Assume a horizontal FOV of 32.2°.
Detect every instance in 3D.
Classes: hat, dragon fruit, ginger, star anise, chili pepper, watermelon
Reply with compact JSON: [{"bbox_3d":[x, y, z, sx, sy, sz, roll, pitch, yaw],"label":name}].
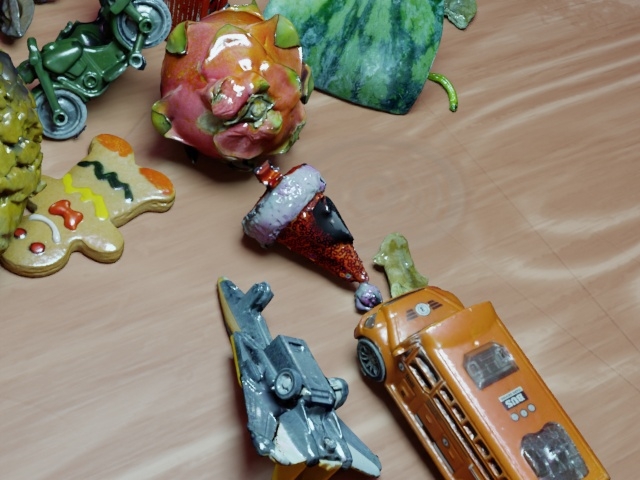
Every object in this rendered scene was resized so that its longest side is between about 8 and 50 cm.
[{"bbox_3d":[0.003,-0.003,1.432,0.227,0.140,0.129,46,64,5],"label":"hat"},{"bbox_3d":[-0.113,-0.201,1.491,0.224,0.224,0.227,7,46,-11],"label":"dragon fruit"},{"bbox_3d":[0.109,0.043,1.471,0.057,0.044,0.137,-24,52,3],"label":"ginger"},{"bbox_3d":[-0.481,-0.375,1.606,0.197,0.073,0.212,26,47,0],"label":"star anise"},{"bbox_3d":[0.195,-0.234,1.728,0.030,0.017,0.083,-11,57,-22],"label":"chili pepper"},{"bbox_3d":[0.062,-0.333,1.681,0.262,0.213,0.201,29,34,0],"label":"watermelon"}]

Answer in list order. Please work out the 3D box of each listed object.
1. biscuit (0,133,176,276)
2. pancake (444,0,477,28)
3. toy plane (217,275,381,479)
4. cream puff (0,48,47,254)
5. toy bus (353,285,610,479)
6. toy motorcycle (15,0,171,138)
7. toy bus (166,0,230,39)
[{"bbox_3d":[-0.306,-0.041,1.420,0.165,0.036,0.250,38,52,15],"label":"biscuit"},{"bbox_3d":[0.142,-0.426,1.852,0.254,0.037,0.253,9,50,-11],"label":"pancake"},{"bbox_3d":[-0.050,0.145,1.308,0.204,0.103,0.316,20,37,-45],"label":"toy plane"},{"bbox_3d":[-0.453,-0.142,1.263,0.231,0.327,0.343,-44,81,9],"label":"cream puff"},{"bbox_3d":[0.181,0.186,1.296,0.143,0.153,0.329,-21,66,-27],"label":"toy bus"},{"bbox_3d":[-0.309,-0.280,1.510,0.127,0.275,0.205,42,7,-30],"label":"toy motorcycle"},{"bbox_3d":[-0.178,-0.371,1.611,0.081,0.195,0.089,26,54,5],"label":"toy bus"}]
